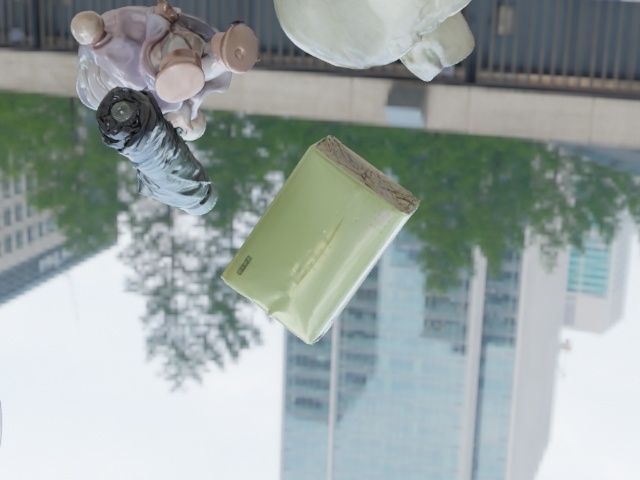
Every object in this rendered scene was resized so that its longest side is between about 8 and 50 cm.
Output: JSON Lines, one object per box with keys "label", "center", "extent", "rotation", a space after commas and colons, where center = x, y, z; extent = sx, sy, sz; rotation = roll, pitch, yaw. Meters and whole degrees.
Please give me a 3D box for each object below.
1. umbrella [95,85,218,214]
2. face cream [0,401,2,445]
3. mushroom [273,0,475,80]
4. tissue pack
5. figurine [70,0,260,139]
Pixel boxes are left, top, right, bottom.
{"label": "umbrella", "center": [-0.115, -0.060, 0.884], "extent": [0.050, 0.046, 0.188], "rotation": [8, 168, 12]}
{"label": "face cream", "center": [-0.345, 0.186, 1.165], "extent": [0.091, 0.095, 0.091], "rotation": [18, -170, -3]}
{"label": "mushroom", "center": [0.082, -0.272, 1.286], "extent": [0.254, 0.234, 0.260], "rotation": [-40, -148, 5]}
{"label": "tissue pack", "center": [0.000, 0.000, 1.674], "extent": [0.159, 0.234, 0.125], "rotation": [37, -162, 5]}
{"label": "figurine", "center": [-0.180, -0.199, 1.379], "extent": [0.200, 0.133, 0.276], "rotation": [43, 162, -31]}
